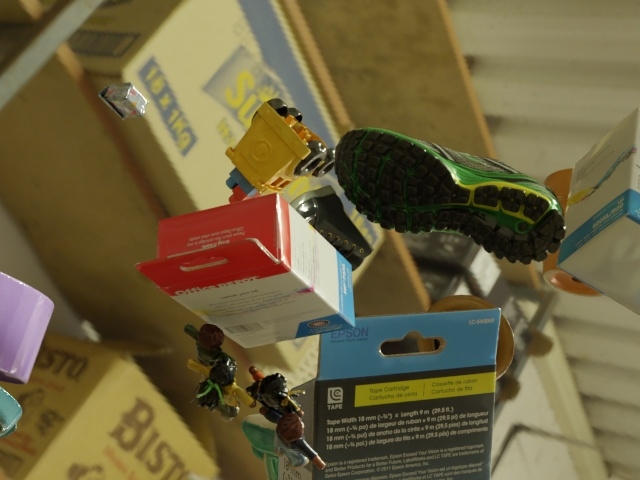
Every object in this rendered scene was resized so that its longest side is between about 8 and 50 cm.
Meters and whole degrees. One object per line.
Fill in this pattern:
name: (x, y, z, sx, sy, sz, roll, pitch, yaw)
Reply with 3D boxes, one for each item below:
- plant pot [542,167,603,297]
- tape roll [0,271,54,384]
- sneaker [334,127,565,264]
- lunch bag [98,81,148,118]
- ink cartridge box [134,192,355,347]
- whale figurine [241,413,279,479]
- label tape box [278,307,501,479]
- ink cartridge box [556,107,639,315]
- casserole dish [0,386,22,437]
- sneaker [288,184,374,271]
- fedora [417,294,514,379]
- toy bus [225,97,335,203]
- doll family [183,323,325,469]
plant pot: (0.494, -0.004, 2.120, 0.205, 0.188, 0.205, 16, -20, 6)
tape roll: (-0.417, 0.063, 1.164, 0.275, 0.090, 0.275, 15, -15, 4)
sneaker: (0.181, -0.070, 1.641, 0.343, 0.146, 0.134, 23, -69, 4)
lunch bag: (-0.420, -0.293, 2.425, 0.083, 0.053, 0.071, -1, -32, 29)
ink cartridge box: (-0.070, 0.027, 1.137, 0.134, 0.078, 0.231, -12, -29, 20)
whale figurine: (-0.033, 0.370, 1.837, 0.216, 0.141, 0.272, 11, -22, 34)
label tape box: (0.079, 0.238, 1.362, 0.241, 0.333, 0.106, -1, 9, -24)
ink cartridge box: (0.487, -0.044, 1.736, 0.171, 0.232, 0.168, 29, -41, -12)
casserole dish: (-0.488, 0.214, 1.530, 0.114, 0.037, 0.188, -30, -61, 25)
sneaker: (0.000, 0.000, 1.516, 0.118, 0.222, 0.083, 50, -62, 4)
fedora: (0.276, 0.179, 2.150, 0.194, 0.079, 0.194, 5, -66, 12)
toy bus: (-0.091, -0.147, 2.228, 0.149, 0.211, 0.220, 47, 11, 14)
doll family: (-0.067, 0.155, 1.131, 0.193, 0.076, 0.111, 28, -27, 10)
